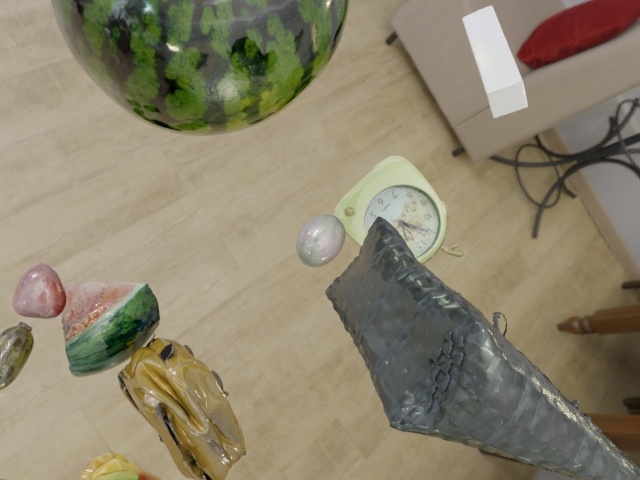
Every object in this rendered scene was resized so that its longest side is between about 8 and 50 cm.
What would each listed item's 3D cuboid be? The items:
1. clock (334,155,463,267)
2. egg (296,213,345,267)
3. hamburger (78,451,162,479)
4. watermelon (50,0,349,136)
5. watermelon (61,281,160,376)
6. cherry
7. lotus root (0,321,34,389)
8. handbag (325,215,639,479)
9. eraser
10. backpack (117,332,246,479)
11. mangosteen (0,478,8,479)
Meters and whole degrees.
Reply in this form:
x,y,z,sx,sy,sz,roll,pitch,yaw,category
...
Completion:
x,y,z,sx,sy,sz,roll,pitch,yaw,category
0.202,-0.036,1.345,0.235,0.096,0.308,-42,85,0,clock
0.000,0.000,1.235,0.103,0.103,0.135,45,63,-12,egg
-0.249,0.353,0.598,0.237,0.148,0.237,-25,129,-35,hamburger
-0.112,-0.245,0.533,0.284,0.285,0.286,9,72,-28,watermelon
-0.584,0.260,1.412,0.222,0.318,0.293,-69,159,-49,watermelon
-0.617,0.120,1.186,0.106,0.087,0.127,-14,123,-22,cherry
-0.745,0.278,1.298,0.081,0.089,0.180,64,32,-51,lotus root
0.111,0.080,0.433,0.175,0.270,0.089,27,104,-24,handbag
0.394,-0.414,1.242,0.078,0.076,0.298,52,29,-46,eraser
-0.326,0.406,1.324,0.201,0.353,0.378,-35,113,-23,backpack
-0.819,0.673,1.325,0.217,0.192,0.193,4,74,-32,mangosteen
